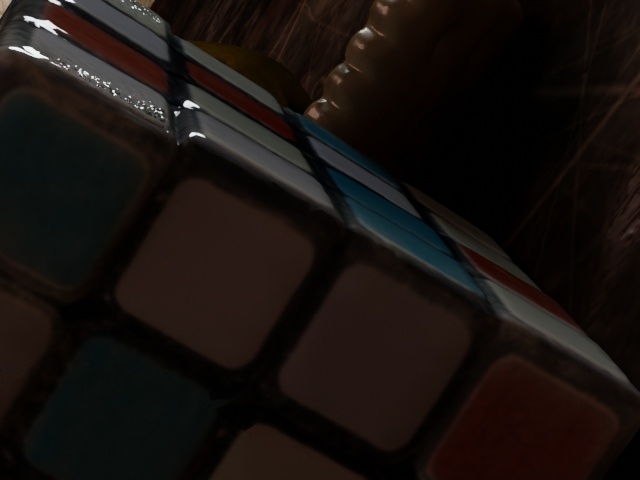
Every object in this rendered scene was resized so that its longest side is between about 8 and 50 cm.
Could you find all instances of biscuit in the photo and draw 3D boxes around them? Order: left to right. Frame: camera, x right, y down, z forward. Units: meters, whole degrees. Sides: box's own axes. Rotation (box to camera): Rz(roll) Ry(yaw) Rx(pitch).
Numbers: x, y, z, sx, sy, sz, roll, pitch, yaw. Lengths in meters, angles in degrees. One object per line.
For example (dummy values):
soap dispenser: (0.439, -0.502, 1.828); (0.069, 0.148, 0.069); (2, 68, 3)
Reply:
biscuit: (0.000, 0.000, 0.933); (0.325, 0.044, 0.217); (-57, -10, 7)

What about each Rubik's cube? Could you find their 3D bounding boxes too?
Rubik's cube: (-0.070, 0.069, 0.709); (0.259, 0.253, 0.256); (-56, 13, 8)

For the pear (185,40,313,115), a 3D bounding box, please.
pear: (-0.088, -0.038, 1.179); (0.198, 0.198, 0.198); (-54, 14, 20)
